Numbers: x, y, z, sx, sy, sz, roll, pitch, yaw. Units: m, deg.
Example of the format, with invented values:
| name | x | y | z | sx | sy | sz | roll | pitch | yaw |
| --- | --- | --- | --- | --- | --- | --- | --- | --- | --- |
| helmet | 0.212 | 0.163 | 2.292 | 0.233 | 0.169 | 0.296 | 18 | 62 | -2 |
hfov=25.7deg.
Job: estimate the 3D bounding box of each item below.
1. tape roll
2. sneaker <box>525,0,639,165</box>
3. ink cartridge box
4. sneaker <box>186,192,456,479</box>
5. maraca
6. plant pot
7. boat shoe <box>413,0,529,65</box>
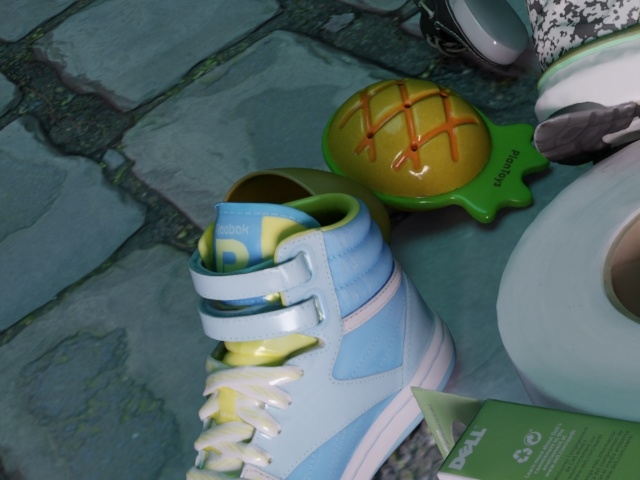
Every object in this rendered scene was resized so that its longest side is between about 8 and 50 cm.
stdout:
| name | x | y | z | sx | sy | sz | roll | pitch | yaw |
| --- | --- | --- | --- | --- | --- | --- | --- | --- | --- |
| tape roll | 0.255 | 0.038 | 0.835 | 0.286 | 0.100 | 0.286 | -20 | 31 | 13 |
| sneaker | 0.311 | -0.203 | 0.926 | 0.410 | 0.158 | 0.182 | -21 | 76 | 8 |
| ink cartridge box | 0.133 | 0.149 | 0.759 | 0.209 | 0.109 | 0.062 | 4 | 43 | 42 |
| sneaker | -0.050 | 0.097 | 0.887 | 0.127 | 0.208 | 0.319 | 3 | 43 | 39 |
| maraca | 0.091 | -0.073 | 1.139 | 0.186 | 0.099 | 0.127 | 17 | 59 | 19 |
| plant pot | 0.000 | 0.000 | 1.089 | 0.134 | 0.134 | 0.095 | 3 | 17 | 41 |
| boat shoe | 0.136 | -0.212 | 1.337 | 0.070 | 0.078 | 0.219 | -56 | 26 | 24 |
